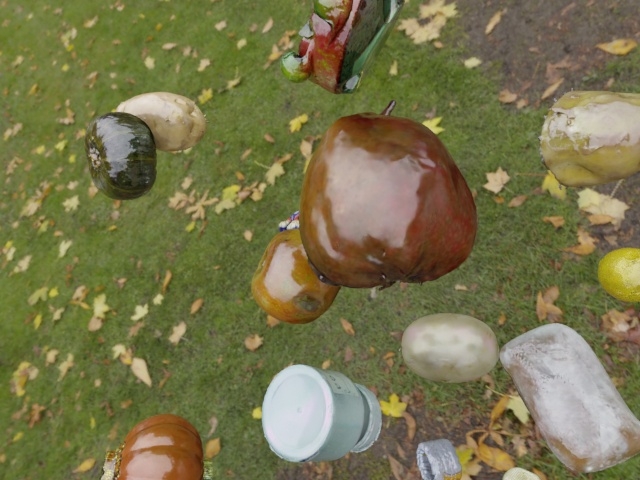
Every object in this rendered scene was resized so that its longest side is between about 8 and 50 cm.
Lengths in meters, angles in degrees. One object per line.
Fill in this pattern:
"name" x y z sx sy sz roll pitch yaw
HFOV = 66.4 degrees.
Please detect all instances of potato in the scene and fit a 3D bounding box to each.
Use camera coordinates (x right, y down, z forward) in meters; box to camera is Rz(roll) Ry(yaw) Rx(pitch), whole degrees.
"potato" 0.763 -0.271 1.260 0.288 0.301 0.237 -49 26 -18
"potato" -0.424 -0.320 1.302 0.128 0.235 0.161 -92 27 -67

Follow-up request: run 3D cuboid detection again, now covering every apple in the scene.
"apple" -0.046 0.088 1.176 0.237 0.208 0.237 -61 9 16

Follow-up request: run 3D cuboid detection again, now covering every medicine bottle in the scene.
"medicine bottle" 0.018 0.487 1.364 0.245 0.290 0.245 -17 60 32

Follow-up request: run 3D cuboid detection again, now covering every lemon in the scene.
"lemon" 0.968 0.108 1.534 0.174 0.206 0.173 0 79 0

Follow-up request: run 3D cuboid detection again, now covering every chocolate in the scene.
"chocolate" 0.517 0.312 1.022 0.185 0.100 0.303 -29 50 10

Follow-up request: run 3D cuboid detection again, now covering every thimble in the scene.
"thimble" 0.409 0.777 1.704 0.151 0.118 0.127 -111 25 -46

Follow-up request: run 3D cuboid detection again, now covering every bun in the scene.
"bun" 0.615 0.752 1.489 0.115 0.069 0.115 -11 28 6

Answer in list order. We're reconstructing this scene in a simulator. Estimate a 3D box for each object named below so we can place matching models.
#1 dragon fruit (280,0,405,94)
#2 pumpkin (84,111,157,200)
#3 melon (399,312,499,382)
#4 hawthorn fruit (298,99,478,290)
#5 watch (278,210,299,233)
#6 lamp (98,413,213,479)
"dragon fruit" 0.049 -0.378 0.866 0.295 0.130 0.268 -58 -2 -10
"pumpkin" -0.490 -0.209 1.214 0.224 0.157 0.223 12 106 48
"melon" 0.414 0.350 1.599 0.317 0.223 0.223 -8 56 26
"hawthorn fruit" 0.107 -0.067 0.848 0.308 0.324 0.308 -21 8 3
"watch" 0.001 0.004 1.383 0.171 0.200 0.196 11 35 36
"lamp" -0.302 0.435 0.902 0.223 0.197 0.223 -165 90 -71
